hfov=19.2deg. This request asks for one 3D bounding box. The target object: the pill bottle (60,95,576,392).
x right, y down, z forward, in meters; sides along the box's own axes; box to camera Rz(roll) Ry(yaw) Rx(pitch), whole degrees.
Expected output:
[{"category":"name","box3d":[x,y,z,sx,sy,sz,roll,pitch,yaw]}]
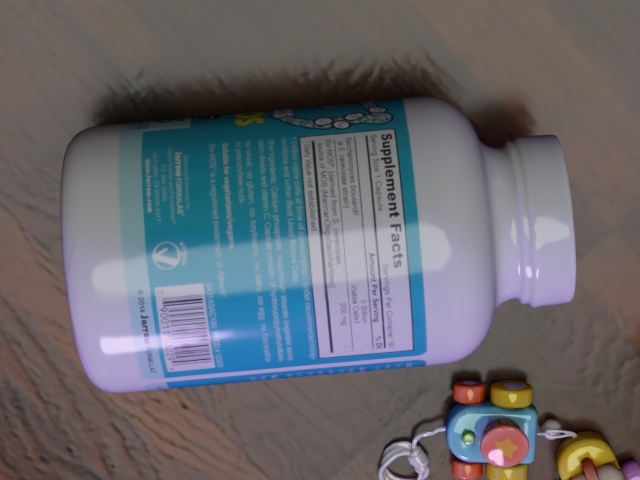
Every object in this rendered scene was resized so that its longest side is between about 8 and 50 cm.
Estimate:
[{"category":"pill bottle","box3d":[0.000,0.000,1.020,0.264,0.146,0.146,-5,102,0]}]

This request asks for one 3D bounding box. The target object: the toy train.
[{"category":"toy train","box3d":[0.121,0.158,1.107,0.166,0.046,0.125,40,99,-9]}]
